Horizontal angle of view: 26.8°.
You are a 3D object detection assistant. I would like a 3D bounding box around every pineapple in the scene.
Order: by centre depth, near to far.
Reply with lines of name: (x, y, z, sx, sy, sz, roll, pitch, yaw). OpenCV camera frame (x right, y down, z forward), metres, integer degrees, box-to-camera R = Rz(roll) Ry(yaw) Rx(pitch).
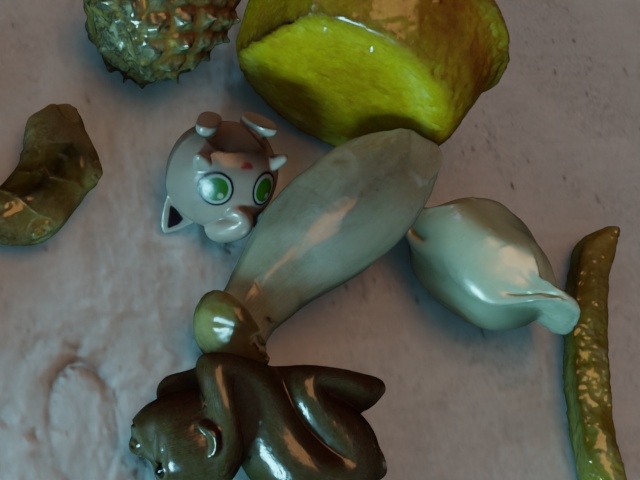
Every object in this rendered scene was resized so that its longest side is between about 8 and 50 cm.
pineapple: (-0.164, -0.264, 1.486, 0.166, 0.166, 0.193, 47, 60, 5)

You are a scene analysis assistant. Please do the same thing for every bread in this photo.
bread: (0.053, -0.220, 1.494, 0.312, 0.312, 0.172, 29, 67, -8)

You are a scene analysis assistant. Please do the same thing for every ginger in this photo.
ginger: (-0.281, -0.065, 1.370, 0.095, 0.069, 0.190, 34, 52, -11)

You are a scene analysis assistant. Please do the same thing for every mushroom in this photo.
mushroom: (0.000, 0.000, 1.408, 0.128, 0.128, 0.350, 43, 66, 2)

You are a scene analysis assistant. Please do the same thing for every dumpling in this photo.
dumpling: (0.185, 0.026, 1.508, 0.250, 0.162, 0.132, 36, 89, 24)

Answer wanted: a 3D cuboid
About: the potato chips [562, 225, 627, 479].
potato chips: (0.316, 0.146, 1.546, 0.080, 0.057, 0.406, 14, 57, -14)

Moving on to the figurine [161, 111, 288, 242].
figurine: (-0.103, -0.067, 1.428, 0.125, 0.138, 0.125, 12, 22, -5)

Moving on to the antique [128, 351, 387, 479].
antique: (-0.057, 0.194, 1.304, 0.257, 0.121, 0.143, 13, 66, -28)
